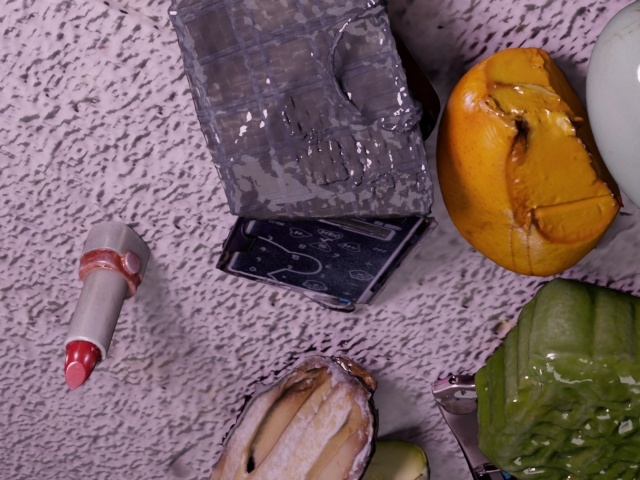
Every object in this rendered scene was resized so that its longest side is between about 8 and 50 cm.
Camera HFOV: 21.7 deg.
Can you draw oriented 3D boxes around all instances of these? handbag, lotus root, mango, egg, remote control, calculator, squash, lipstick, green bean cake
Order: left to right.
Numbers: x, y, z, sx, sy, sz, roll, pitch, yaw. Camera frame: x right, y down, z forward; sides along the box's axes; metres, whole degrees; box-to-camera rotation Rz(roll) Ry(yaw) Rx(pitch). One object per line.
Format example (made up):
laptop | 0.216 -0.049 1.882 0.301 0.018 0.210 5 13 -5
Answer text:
lipstick | -0.213 0.069 1.607 0.057 0.186 0.063 -20 129 28
handbag | -0.015 -0.131 1.337 0.175 0.089 0.270 -13 107 14
lotus root | -0.017 0.231 1.802 0.167 0.078 0.329 49 132 16
calculator | 0.000 0.001 1.549 0.165 0.028 0.274 17 157 -6
squash | 0.020 0.293 1.857 0.169 0.093 0.252 -3 139 -11
remote control | 0.175 0.218 1.795 0.059 0.028 0.212 -9 133 22
mango | 0.179 -0.057 1.442 0.154 0.126 0.252 -9 141 7
green bean cake | 0.285 0.158 1.639 0.248 0.125 0.222 17 137 -6
egg | 0.305 -0.098 1.338 0.168 0.168 0.231 -22 122 31

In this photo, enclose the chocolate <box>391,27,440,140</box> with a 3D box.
chocolate | 0.043 -0.133 1.422 0.125 0.080 0.149 8 129 10
